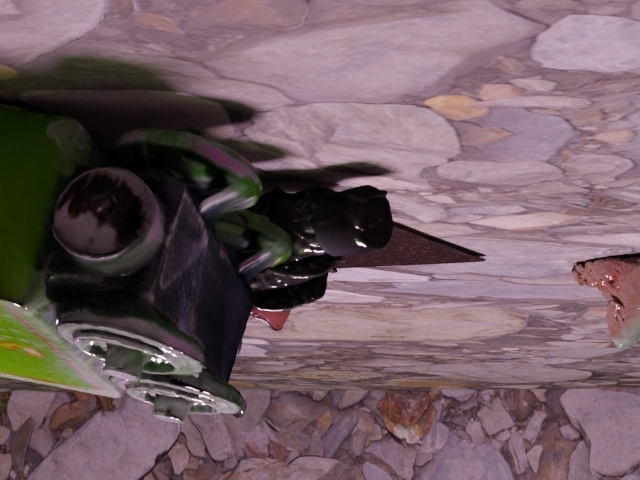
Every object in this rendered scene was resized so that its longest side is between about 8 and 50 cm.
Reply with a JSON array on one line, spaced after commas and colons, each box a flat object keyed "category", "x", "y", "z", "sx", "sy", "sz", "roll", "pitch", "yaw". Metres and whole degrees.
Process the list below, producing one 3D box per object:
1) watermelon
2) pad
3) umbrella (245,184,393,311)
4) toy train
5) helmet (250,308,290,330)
[{"category": "watermelon", "x": 0.319, "y": 0.053, "z": 1.576, "sx": 0.080, "sy": 0.101, "sz": 0.155, "roll": 19, "pitch": 154, "yaw": -25}, {"category": "pad", "x": 0.000, "y": 0.000, "z": 1.504, "sx": 0.220, "sy": 0.004, "sz": 0.330, "roll": -3, "pitch": 169, "yaw": 29}, {"category": "umbrella", "x": -0.074, "y": 0.021, "z": 1.295, "sx": 0.336, "sy": 0.128, "sz": 0.154, "roll": -7, "pitch": 162, "yaw": 29}, {"category": "toy train", "x": -0.164, "y": 0.017, "z": 1.087, "sx": 0.249, "sy": 0.173, "sz": 0.307, "roll": 10, "pitch": 163, "yaw": 11}, {"category": "helmet", "x": -0.066, "y": 0.060, "z": 1.750, "sx": 0.084, "sy": 0.049, "sz": 0.065, "roll": 31, "pitch": -162, "yaw": -17}]
